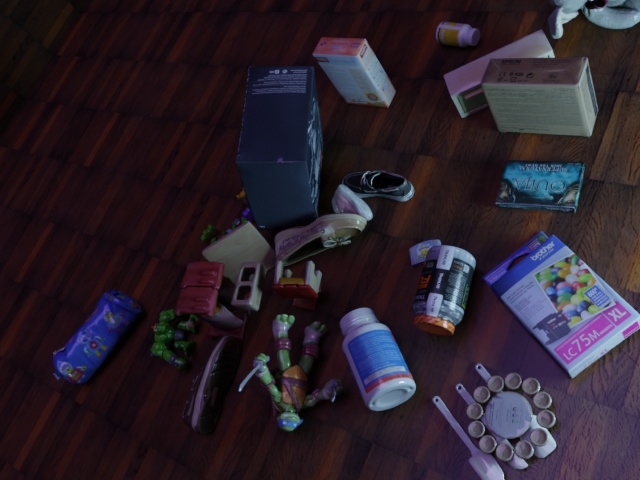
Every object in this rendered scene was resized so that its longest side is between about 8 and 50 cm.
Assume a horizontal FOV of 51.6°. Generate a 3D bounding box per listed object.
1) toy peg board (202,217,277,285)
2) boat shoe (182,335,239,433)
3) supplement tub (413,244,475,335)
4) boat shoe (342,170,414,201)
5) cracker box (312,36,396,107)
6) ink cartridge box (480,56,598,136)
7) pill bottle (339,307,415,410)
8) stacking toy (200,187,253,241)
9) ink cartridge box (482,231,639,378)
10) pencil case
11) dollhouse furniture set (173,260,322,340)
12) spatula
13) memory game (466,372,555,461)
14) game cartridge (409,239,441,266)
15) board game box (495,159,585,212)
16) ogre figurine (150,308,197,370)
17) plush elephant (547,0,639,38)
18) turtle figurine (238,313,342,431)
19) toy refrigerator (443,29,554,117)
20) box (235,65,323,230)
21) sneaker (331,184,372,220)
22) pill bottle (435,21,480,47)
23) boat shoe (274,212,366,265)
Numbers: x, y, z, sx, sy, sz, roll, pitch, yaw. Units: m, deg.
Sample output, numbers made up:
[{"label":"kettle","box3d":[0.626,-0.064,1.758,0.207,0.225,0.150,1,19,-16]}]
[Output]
[{"label":"toy peg board","box3d":[-0.222,0.026,1.867,0.161,0.160,0.079,-32,32,12]},{"label":"boat shoe","box3d":[-0.300,0.371,1.746,0.095,0.095,0.257,4,66,39]},{"label":"supplement tub","box3d":[0.282,0.116,1.527,0.117,0.117,0.190,5,66,33]},{"label":"boat shoe","box3d":[0.147,-0.160,1.795,0.220,0.070,0.077,9,69,34]},{"label":"cracker box","box3d":[0.101,-0.482,1.903,0.156,0.232,0.067,15,72,36]},{"label":"ink cartridge box","box3d":[0.529,-0.345,1.594,0.235,0.193,0.088,10,67,34]},{"label":"pill bottle","box3d":[0.123,0.268,1.530,0.124,0.124,0.221,-32,53,12]},{"label":"stacking toy","box3d":[-0.242,-0.038,1.975,0.221,0.052,0.167,-47,49,2]},{"label":"ink cartridge box","box3d":[0.506,0.120,1.430,0.186,0.065,0.311,-39,49,5]},{"label":"pencil case","box3d":[-0.676,0.289,1.993,0.306,0.133,0.119,-51,18,-5]},{"label":"dollhouse furniture set","box3d":[-0.166,0.162,1.725,0.375,0.201,0.152,-1,63,23]},{"label":"spatula","box3d":[0.357,0.384,1.397,0.168,0.019,0.242,-41,47,6]},{"label":"memory game","box3d":[0.390,0.363,1.367,0.186,0.012,0.186,-17,54,25]},{"label":"game cartridge","box3d":[0.263,0.029,1.654,0.083,0.017,0.055,-20,51,20]},{"label":"board game box","box3d":[0.525,-0.132,1.583,0.186,0.026,0.126,5,66,33]},{"label":"ogre figurine","box3d":[-0.414,0.268,1.876,0.118,0.097,0.196,1,79,12]},{"label":"plush elephant","box3d":[0.671,-0.638,1.622,0.256,0.271,0.330,-27,20,-37]},{"label":"turtle figurine","box3d":[-0.049,0.294,1.558,0.198,0.274,0.266,-6,51,11]},{"label":"toy refrigerator","box3d":[0.474,-0.431,1.736,0.270,0.102,0.094,-22,55,18]},{"label":"box","box3d":[-0.097,-0.239,1.791,0.179,0.343,0.312,1,62,6]},{"label":"sneaker","box3d":[0.082,-0.086,1.811,0.134,0.051,0.070,47,122,23]},{"label":"pill bottle","box3d":[0.395,-0.589,1.897,0.116,0.065,0.065,23,77,38]},{"label":"boat shoe","box3d":[0.000,0.000,1.781,0.285,0.105,0.089,-19,60,33]}]
